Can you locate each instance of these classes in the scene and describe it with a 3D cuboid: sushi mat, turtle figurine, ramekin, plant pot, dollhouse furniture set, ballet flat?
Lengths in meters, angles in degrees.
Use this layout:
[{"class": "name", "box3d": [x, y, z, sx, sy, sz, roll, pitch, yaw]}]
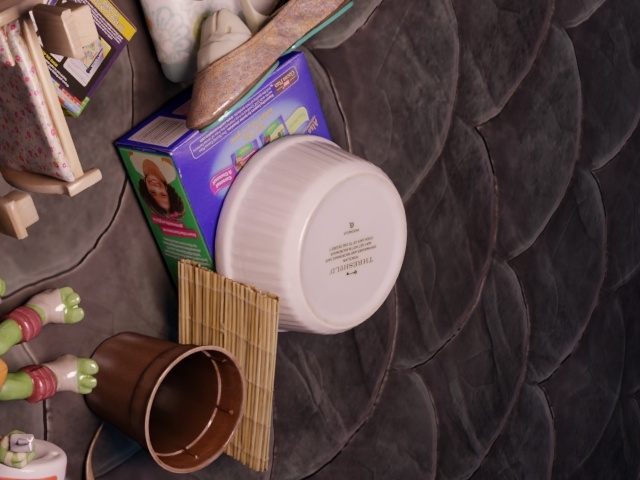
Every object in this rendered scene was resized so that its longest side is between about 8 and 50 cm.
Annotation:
[{"class": "sushi mat", "box3d": [-0.127, 0.172, 1.536, 0.019, 0.151, 0.316, -41, 146, -46]}, {"class": "turtle figurine", "box3d": [-0.342, 0.142, 1.293, 0.274, 0.198, 0.266, -45, 170, 28]}, {"class": "ramekin", "box3d": [0.000, 0.000, 1.519, 0.273, 0.127, 0.272, -16, 113, -44]}, {"class": "plant pot", "box3d": [-0.213, 0.197, 1.498, 0.167, 0.165, 0.166, -17, 114, -43]}, {"class": "dollhouse furniture set", "box3d": [-0.352, -0.078, 1.128, 0.174, 0.356, 0.303, -37, 126, -34]}, {"class": "ballet flat", "box3d": [-0.085, -0.259, 1.441, 0.106, 0.108, 0.316, 53, 55, -16]}]

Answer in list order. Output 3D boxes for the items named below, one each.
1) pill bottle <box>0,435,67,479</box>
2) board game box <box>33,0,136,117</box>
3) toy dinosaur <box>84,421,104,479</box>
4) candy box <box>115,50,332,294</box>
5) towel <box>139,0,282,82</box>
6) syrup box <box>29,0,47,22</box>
[{"class": "pill bottle", "box3d": [-0.383, 0.360, 1.391, 0.124, 0.124, 0.221, 2, 99, -48]}, {"class": "board game box", "box3d": [-0.316, -0.252, 1.347, 0.170, 0.048, 0.141, 48, 64, -43]}, {"class": "toy dinosaur", "box3d": [-0.301, 0.365, 1.545, 0.112, 0.064, 0.211, -68, 145, -57]}, {"class": "candy box", "box3d": [-0.100, -0.064, 1.579, 0.268, 0.122, 0.317, -42, 127, -33]}, {"class": "towel", "box3d": [-0.107, -0.425, 1.500, 0.374, 0.090, 0.320, -38, 123, -34]}, {"class": "syrup box", "box3d": [-0.317, -0.365, 1.241, 0.093, 0.096, 0.236, 64, 44, -69]}]
